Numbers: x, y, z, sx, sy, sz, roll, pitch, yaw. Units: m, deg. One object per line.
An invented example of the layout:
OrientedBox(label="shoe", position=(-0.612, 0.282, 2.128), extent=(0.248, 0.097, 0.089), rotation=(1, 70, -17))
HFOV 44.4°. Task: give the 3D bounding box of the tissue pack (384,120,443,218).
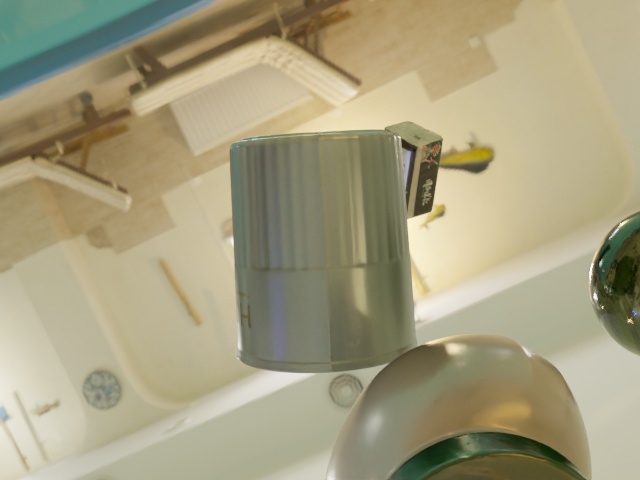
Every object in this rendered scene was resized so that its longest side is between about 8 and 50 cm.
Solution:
OrientedBox(label="tissue pack", position=(0.176, -0.140, 1.558), extent=(0.091, 0.170, 0.103), rotation=(-20, -138, -33))

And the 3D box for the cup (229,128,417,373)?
OrientedBox(label="cup", position=(0.017, 0.000, 1.143), extent=(0.257, 0.310, 0.331), rotation=(0, -173, 27))

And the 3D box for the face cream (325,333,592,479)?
OrientedBox(label="face cream", position=(0.127, 0.242, 0.771), extent=(0.312, 0.220, 0.357), rotation=(-57, -175, 4))

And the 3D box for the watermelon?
OrientedBox(label="watermelon", position=(0.526, 0.066, 1.165), extent=(0.243, 0.242, 0.242), rotation=(-25, -177, 1))
